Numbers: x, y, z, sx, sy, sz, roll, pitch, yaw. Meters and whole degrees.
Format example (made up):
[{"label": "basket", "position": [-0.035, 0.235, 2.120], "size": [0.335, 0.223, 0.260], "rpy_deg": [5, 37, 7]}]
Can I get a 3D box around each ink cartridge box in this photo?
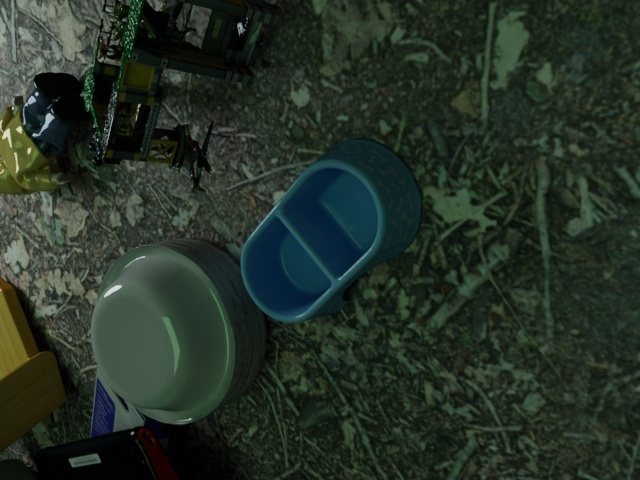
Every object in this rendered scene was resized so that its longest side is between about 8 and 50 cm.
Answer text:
[{"label": "ink cartridge box", "position": [-0.361, 0.375, 1.178], "size": [0.176, 0.069, 0.370], "rpy_deg": [43, 133, 32]}]

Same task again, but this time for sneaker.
[{"label": "sneaker", "position": [-0.256, 0.403, 1.168], "size": [0.089, 0.051, 0.170], "rpy_deg": [38, 128, 19]}]

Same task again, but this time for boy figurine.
[{"label": "boy figurine", "position": [-0.500, -0.159, 1.122], "size": [0.285, 0.092, 0.177], "rpy_deg": [-41, 81, 37]}]

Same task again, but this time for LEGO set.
[{"label": "LEGO set", "position": [-0.186, -0.247, 0.861], "size": [0.255, 0.192, 0.331], "rpy_deg": [51, 129, 47]}]

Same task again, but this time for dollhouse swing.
[{"label": "dollhouse swing", "position": [-0.760, 0.304, 1.342], "size": [0.347, 0.315, 0.304], "rpy_deg": [-27, 100, 40]}]

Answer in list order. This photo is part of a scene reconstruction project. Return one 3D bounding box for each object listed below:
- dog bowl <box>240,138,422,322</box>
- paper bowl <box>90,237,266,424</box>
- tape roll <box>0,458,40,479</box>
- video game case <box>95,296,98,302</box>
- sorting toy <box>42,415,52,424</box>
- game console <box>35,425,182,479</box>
[{"label": "dog bowl", "position": [0.000, 0.000, 0.843], "size": [0.166, 0.074, 0.297], "rpy_deg": [50, 127, 10]}, {"label": "paper bowl", "position": [-0.238, 0.143, 0.986], "size": [0.284, 0.148, 0.284], "rpy_deg": [5, 100, 30]}, {"label": "tape roll", "position": [-0.735, 0.648, 1.453], "size": [0.169, 0.246, 0.246], "rpy_deg": [37, 123, 20]}, {"label": "video game case", "position": [-0.362, 0.130, 1.172], "size": [0.122, 0.011, 0.087], "rpy_deg": [-22, 92, 37]}, {"label": "sorting toy", "position": [-0.628, 0.371, 1.433], "size": [0.062, 0.012, 0.083], "rpy_deg": [4, 107, 31]}, {"label": "game console", "position": [-0.336, 0.499, 1.127], "size": [0.387, 0.060, 0.341], "rpy_deg": [-24, 92, 38]}]
